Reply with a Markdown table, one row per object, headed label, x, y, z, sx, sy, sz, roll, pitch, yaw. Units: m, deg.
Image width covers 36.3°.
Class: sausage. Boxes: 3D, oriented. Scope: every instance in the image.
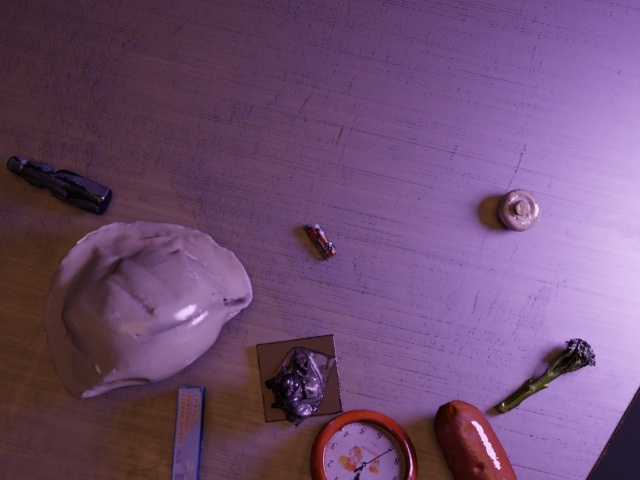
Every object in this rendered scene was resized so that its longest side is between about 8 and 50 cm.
| label | x | y | z | sx | sy | sz | roll | pitch | yaw |
| --- | --- | --- | --- | --- | --- | --- | --- | --- | --- |
| sausage | 0.294 | 0.416 | 1.804 | 0.113 | 0.113 | 0.259 | -24 | 83 | -4 |

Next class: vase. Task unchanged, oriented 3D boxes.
| label | x | y | z | sx | sy | sz | roll | pitch | yaw |
| --- | --- | --- | --- | --- | --- | --- | --- | --- | --- |
| vase | -0.514 | -0.114 | 1.905 | 0.211 | 0.060 | 0.060 | 23 | 81 | 2 |

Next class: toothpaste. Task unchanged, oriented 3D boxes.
| label | x | y | z | sx | sy | sz | roll | pitch | yaw |
| --- | --- | --- | --- | --- | --- | --- | --- | --- | --- |
| toothpaste | -0.251 | 0.409 | 1.821 | 0.053 | 0.066 | 0.272 | 4 | 81 | 1 |

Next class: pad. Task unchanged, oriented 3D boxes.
| label | x | y | z | sx | sy | sz | roll | pitch | yaw |
| --- | --- | --- | --- | --- | --- | --- | --- | --- | --- |
| pad | 0.627 | 0.450 | 1.857 | 0.202 | 0.005 | 0.300 | 31 | 82 | 4 |

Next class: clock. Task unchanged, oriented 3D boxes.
| label | x | y | z | sx | sy | sz | roll | pitch | yaw |
| --- | --- | --- | --- | --- | --- | --- | --- | --- | --- |
| clock | 0.081 | 0.417 | 1.816 | 0.205 | 0.051 | 0.205 | 4 | 65 | -9 |

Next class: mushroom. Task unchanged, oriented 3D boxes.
| label | x | y | z | sx | sy | sz | roll | pitch | yaw |
| --- | --- | --- | --- | --- | --- | --- | --- | --- | --- |
| mushroom | 0.389 | -0.059 | 1.904 | 0.083 | 0.067 | 0.083 | 0 | 88 | -2 |

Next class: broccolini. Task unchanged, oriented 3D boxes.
| label | x | y | z | sx | sy | sz | roll | pitch | yaw |
| --- | --- | --- | --- | --- | --- | --- | --- | --- | --- |
| broccolini | 0.427 | 0.261 | 1.858 | 0.216 | 0.058 | 0.067 | -32 | 86 | -5 |

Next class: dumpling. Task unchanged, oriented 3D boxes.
| label | x | y | z | sx | sy | sz | roll | pitch | yaw |
| --- | --- | --- | --- | --- | --- | --- | --- | --- | --- |
| dumpling | -0.328 | 0.100 | 1.797 | 0.395 | 0.233 | 0.315 | -26 | 79 | -19 |

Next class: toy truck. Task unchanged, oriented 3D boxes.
| label | x | y | z | sx | sy | sz | roll | pitch | yaw |
| --- | --- | --- | --- | --- | --- | --- | --- | --- | --- |
| toy truck | 0.000 | 0.000 | 1.912 | 0.032 | 0.024 | 0.083 | -36 | 85 | 23 |

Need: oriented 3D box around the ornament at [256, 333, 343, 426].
| label | x | y | z | sx | sy | sz | roll | pitch | yaw |
| --- | --- | --- | --- | --- | --- | --- | --- | --- | --- |
| ornament | -0.038 | 0.259 | 1.784 | 0.153 | 0.196 | 0.166 | -8 | 82 | -1 |
